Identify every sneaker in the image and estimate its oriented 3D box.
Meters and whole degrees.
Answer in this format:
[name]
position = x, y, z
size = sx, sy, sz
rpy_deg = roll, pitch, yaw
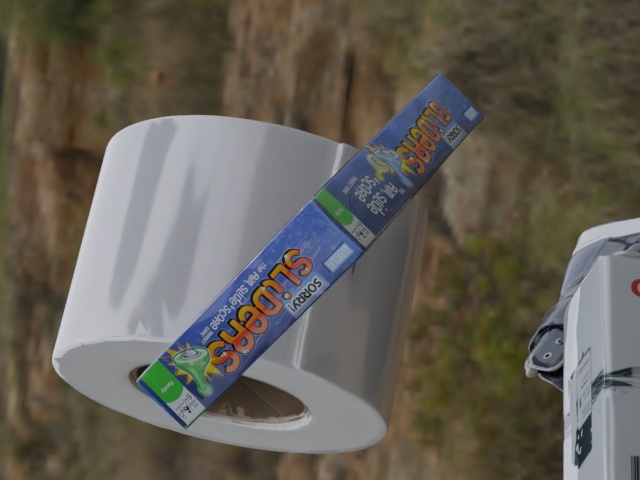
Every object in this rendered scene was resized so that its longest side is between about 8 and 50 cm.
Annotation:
[sneaker]
position = 0.237, 0.047, 1.296
size = 0.226, 0.086, 0.163
rpy_deg = -29, 24, 54

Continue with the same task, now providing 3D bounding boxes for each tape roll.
[tape roll]
position = -0.055, 0.037, 1.330
size = 0.246, 0.246, 0.169
rpy_deg = 103, 178, -69

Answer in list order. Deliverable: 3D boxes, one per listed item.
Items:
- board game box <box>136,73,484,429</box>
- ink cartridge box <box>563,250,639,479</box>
[board game box]
position = 0.000, 0.000, 0.909
size = 0.136, 0.035, 0.201
rpy_deg = -46, 0, 30
[ink cartridge box]
position = 0.226, 0.124, 1.099
size = 0.087, 0.153, 0.208
rpy_deg = 114, 163, -60
